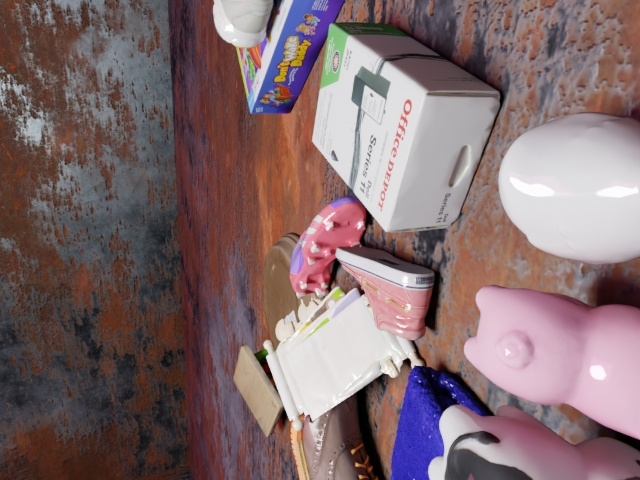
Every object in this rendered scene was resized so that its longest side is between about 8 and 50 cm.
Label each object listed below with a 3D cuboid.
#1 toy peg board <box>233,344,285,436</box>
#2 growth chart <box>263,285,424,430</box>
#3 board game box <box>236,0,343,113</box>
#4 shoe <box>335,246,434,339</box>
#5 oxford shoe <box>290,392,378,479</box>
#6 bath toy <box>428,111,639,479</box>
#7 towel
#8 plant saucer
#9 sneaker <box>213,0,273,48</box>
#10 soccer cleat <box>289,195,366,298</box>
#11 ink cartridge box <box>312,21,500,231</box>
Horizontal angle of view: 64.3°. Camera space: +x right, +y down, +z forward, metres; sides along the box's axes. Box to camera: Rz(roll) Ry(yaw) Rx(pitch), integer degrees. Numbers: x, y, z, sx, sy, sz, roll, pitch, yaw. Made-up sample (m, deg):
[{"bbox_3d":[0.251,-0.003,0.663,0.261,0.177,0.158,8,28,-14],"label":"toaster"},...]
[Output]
[{"bbox_3d":[-0.116,0.326,1.147,0.161,0.079,0.161,51,144,27],"label":"toy peg board"},{"bbox_3d":[0.015,0.148,0.700,0.237,0.021,0.172,-37,51,25],"label":"growth chart"},{"bbox_3d":[-0.059,-0.399,0.809,0.347,0.078,0.233,132,128,-60],"label":"board game box"},{"bbox_3d":[0.071,0.059,0.634,0.178,0.063,0.081,22,110,59],"label":"shoe"},{"bbox_3d":[0.040,0.331,0.752,0.132,0.130,0.364,5,95,35],"label":"oxford shoe"},{"bbox_3d":[0.169,0.094,0.322,0.129,0.151,0.348,-150,68,-73],"label":"bath toy"},{"bbox_3d":[0.131,0.318,0.543,0.228,0.076,0.308,-133,43,-54],"label":"towel"},{"bbox_3d":[-0.060,0.125,0.989,0.278,0.041,0.278,174,90,-66],"label":"plant saucer"},{"bbox_3d":[-0.117,-0.424,0.738,0.121,0.099,0.263,-32,74,56],"label":"sneaker"},{"bbox_3d":[0.000,0.000,0.773,0.248,0.083,0.095,113,148,-53],"label":"soccer cleat"},{"bbox_3d":[0.075,-0.128,0.549,0.208,0.086,0.153,-124,35,-46],"label":"ink cartridge box"}]
